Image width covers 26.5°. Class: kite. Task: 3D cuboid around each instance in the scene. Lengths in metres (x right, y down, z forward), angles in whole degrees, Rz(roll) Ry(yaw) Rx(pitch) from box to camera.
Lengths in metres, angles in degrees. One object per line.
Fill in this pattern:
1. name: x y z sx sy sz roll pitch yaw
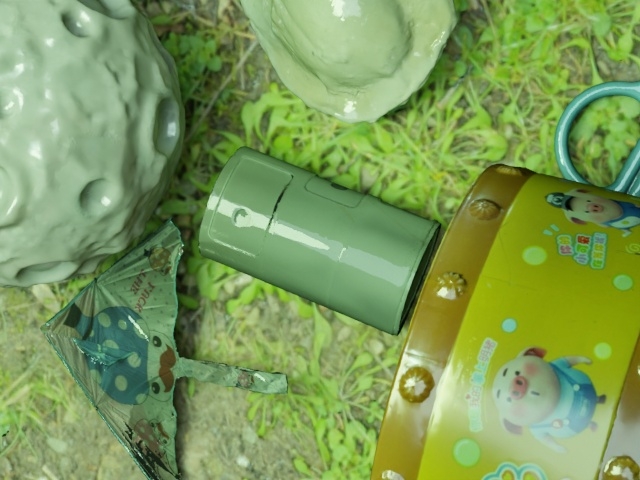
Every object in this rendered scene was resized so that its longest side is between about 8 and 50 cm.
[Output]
1. kite: -0.170 0.130 1.439 0.314 0.011 0.335 11 112 26

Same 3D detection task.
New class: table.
1. table: 0.000 0.000 1.386 0.220 0.126 0.126 21 96 9

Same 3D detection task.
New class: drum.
1. drum: 0.203 0.152 1.200 0.214 0.431 0.431 17 95 17

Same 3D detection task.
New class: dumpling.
1. dumpling: 0.011 -0.219 1.382 0.252 0.131 0.179 24 121 17

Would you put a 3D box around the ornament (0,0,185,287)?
1. ornament: -0.294 -0.128 1.329 0.337 0.337 0.337 0 93 10

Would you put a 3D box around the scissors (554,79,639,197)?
1. scissors: 0.407 -0.221 1.351 0.192 0.029 0.447 30 97 7
